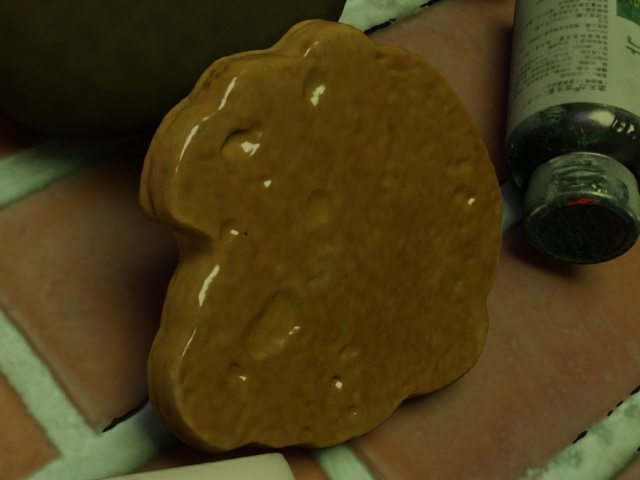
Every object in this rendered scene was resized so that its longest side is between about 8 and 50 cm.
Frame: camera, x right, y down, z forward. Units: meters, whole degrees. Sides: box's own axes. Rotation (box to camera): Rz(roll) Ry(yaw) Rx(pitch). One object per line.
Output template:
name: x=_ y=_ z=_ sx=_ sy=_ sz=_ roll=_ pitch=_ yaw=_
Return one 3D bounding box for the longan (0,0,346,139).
longan: x=-0.127 y=-0.220 z=1.212 sx=0.350 sy=0.288 sz=0.288 roll=-27 pitch=75 yaw=-27

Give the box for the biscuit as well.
biscuit: x=0.000 y=0.000 z=1.170 sx=0.351 sy=0.057 sz=0.312 roll=-29 pitch=111 yaw=-36

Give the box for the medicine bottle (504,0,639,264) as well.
medicine bottle: x=0.239 y=-0.121 z=1.425 sx=0.141 sy=0.141 sz=0.293 roll=22 pitch=52 yaw=-15

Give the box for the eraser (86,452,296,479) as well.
eraser: x=-0.126 y=0.239 z=1.010 sx=0.270 sy=0.095 sz=0.174 roll=-3 pitch=61 yaw=-32
